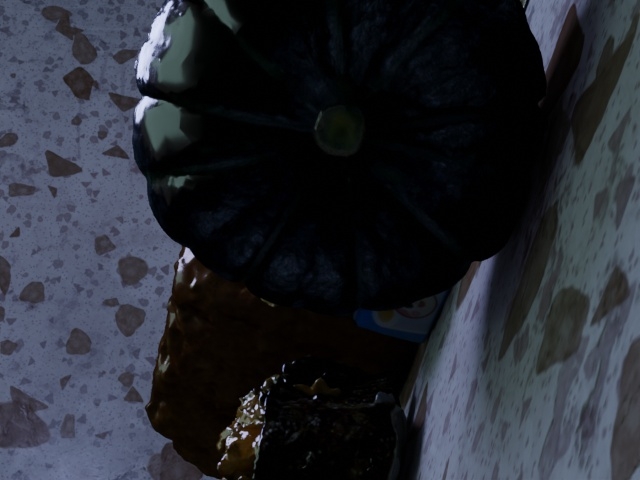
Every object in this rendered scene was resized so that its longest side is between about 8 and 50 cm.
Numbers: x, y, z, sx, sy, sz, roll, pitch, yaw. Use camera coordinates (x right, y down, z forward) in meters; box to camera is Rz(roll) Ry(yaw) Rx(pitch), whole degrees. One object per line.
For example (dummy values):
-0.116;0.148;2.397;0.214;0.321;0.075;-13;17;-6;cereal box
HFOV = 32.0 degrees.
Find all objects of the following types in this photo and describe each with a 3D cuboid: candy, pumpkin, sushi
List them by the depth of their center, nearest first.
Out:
0.020;-0.111;0.976;0.266;0.363;0.363;-107;33;-81;pumpkin
-0.012;0.249;1.277;0.348;0.207;0.234;99;180;-75;sushi
0.126;-0.042;1.383;0.157;0.100;0.306;109;179;-47;candy

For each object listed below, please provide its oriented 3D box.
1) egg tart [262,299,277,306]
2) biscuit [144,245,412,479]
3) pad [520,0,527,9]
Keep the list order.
0.001;0.000;1.334;0.212;0.090;0.212;-52;19;26;egg tart
-0.062;0.175;1.544;0.166;0.343;0.395;-79;2;-50;biscuit
0.211;-0.379;1.416;0.247;0.007;0.367;40;117;58;pad
